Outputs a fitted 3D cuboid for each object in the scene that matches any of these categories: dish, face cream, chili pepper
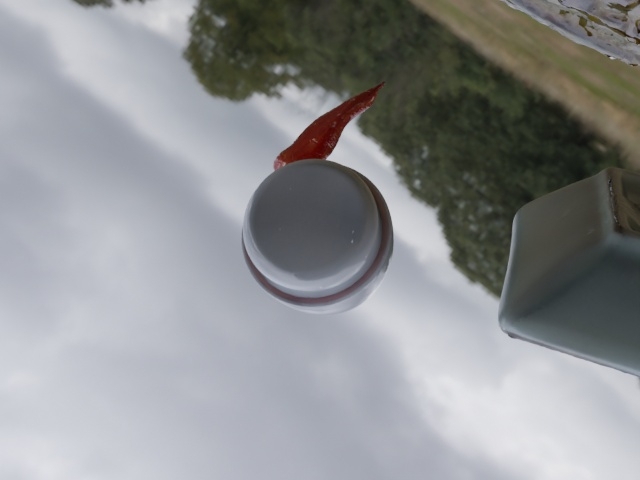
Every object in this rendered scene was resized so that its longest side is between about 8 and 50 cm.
[{"bbox_3d":[0.222,0.011,0.767,0.182,0.080,0.243,17,-158,6],"label":"dish"},{"bbox_3d":[0.000,0.000,0.882,0.117,0.117,0.104,40,174,22],"label":"face cream"},{"bbox_3d":[0.007,-0.122,1.291,0.045,0.178,0.027,49,179,44],"label":"chili pepper"}]

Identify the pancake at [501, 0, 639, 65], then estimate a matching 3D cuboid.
[{"bbox_3d":[0.140,-0.141,0.510,0.257,0.056,0.212,43,161,-13],"label":"pancake"}]
